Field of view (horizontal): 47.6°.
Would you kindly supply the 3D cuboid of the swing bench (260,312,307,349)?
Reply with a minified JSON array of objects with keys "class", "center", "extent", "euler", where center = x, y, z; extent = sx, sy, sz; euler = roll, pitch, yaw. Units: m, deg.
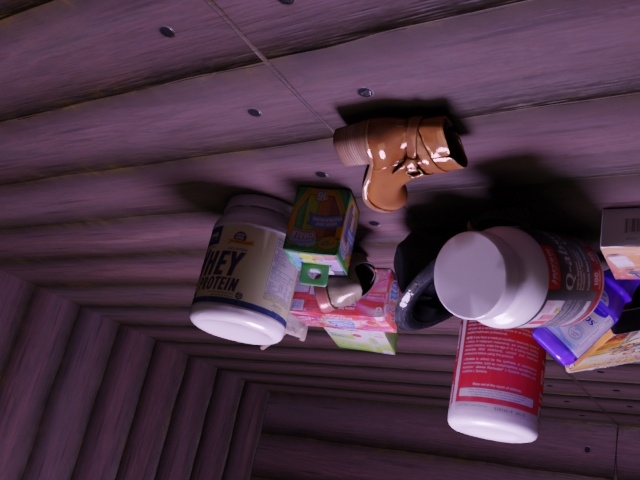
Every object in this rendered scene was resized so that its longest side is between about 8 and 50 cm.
[{"class":"swing bench","center":[-0.209,0.248,2.484],"extent":[0.253,0.165,0.255],"euler":[27,149,-32]}]

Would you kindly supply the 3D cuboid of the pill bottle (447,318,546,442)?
[{"class":"pill bottle","center":[0.472,0.303,1.902],"extent":[0.229,0.407,0.229],"euler":[11,159,4]}]

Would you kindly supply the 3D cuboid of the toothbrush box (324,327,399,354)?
[{"class":"toothbrush box","center":[0.137,0.272,2.401],"extent":[0.206,0.122,0.283],"euler":[5,156,17]}]

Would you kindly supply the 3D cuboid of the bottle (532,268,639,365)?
[{"class":"bottle","center":[0.621,0.155,1.659],"extent":[0.118,0.283,0.092],"euler":[49,-175,35]}]

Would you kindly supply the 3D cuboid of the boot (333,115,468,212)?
[{"class":"boot","center":[0.177,-0.147,1.393],"extent":[0.220,0.109,0.283],"euler":[-4,146,27]}]

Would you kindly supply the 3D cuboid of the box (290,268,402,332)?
[{"class":"box","center":[0.077,0.170,2.141],"extent":[0.300,0.154,0.142],"euler":[1,156,24]}]

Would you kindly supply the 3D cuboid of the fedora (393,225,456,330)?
[{"class":"fedora","center":[0.265,0.066,1.698],"extent":[0.152,0.334,0.334],"euler":[52,178,29]}]

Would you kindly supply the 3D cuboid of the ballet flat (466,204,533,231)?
[{"class":"ballet flat","center":[0.386,-0.040,1.586],"extent":[0.057,0.049,0.173],"euler":[27,154,-30]}]

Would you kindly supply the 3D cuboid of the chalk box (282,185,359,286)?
[{"class":"chalk box","center":[0.000,0.000,1.672],"extent":[0.132,0.213,0.132],"euler":[5,157,16]}]

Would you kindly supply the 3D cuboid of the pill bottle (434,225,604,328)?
[{"class":"pill bottle","center":[0.415,0.078,1.510],"extent":[0.363,0.210,0.210],"euler":[4,169,-43]}]

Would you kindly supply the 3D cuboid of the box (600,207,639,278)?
[{"class":"box","center":[0.662,0.009,1.498],"extent":[0.130,0.091,0.170],"euler":[-2,154,33]}]

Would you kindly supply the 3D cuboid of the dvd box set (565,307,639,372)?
[{"class":"dvd box set","center":[0.842,0.253,1.911],"extent":[0.308,0.062,0.420],"euler":[-9,157,-1]}]

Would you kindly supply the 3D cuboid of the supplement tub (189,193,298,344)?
[{"class":"supplement tub","center":[-0.172,0.073,1.796],"extent":[0.236,0.324,0.235],"euler":[11,159,4]}]

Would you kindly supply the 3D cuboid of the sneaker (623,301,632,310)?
[{"class":"sneaker","center":[0.767,0.193,1.909],"extent":[0.128,0.087,0.221],"euler":[-8,152,44]}]

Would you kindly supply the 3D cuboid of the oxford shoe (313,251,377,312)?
[{"class":"oxford shoe","center":[0.091,0.097,1.842],"extent":[0.130,0.123,0.348],"euler":[-15,-169,18]}]
